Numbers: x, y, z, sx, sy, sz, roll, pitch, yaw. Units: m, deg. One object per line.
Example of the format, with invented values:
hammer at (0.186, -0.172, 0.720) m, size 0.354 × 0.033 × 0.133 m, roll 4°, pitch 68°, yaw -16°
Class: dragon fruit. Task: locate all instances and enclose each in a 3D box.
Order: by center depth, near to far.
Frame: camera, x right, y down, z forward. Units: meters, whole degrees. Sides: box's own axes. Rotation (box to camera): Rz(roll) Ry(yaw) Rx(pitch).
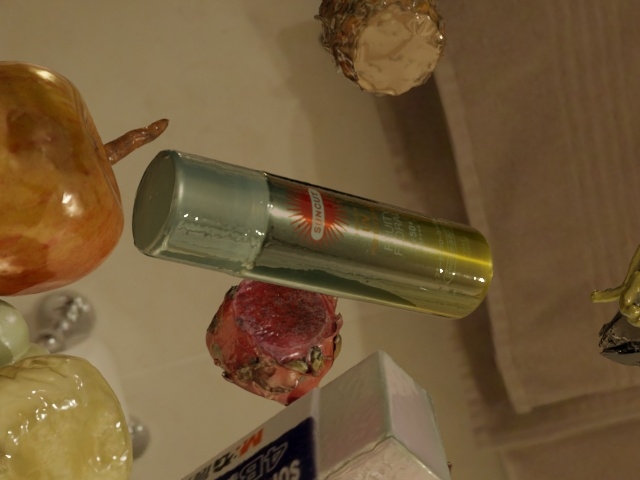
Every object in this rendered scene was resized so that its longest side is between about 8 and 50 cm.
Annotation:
dragon fruit at (-0.055, 0.145, 1.622) m, size 0.282 × 0.211 × 0.147 m, roll 51°, pitch -48°, yaw 34°

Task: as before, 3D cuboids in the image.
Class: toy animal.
toy animal at (0.378, 0.040, 1.032) m, size 0.136 × 0.181 × 0.073 m, roll -63°, pitch 163°, yaw -9°

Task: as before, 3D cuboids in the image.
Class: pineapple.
pineapple at (0.047, -0.304, 1.252) m, size 0.170 × 0.141 × 0.310 m, roll 35°, pitch 22°, yaw -35°

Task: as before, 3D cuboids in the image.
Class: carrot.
carrot at (-0.295, -0.150, 1.588) m, size 0.165 × 0.036 × 0.035 m, roll -38°, pitch 118°, yaw -37°

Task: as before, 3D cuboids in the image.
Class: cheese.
cheese at (-0.310, 0.240, 1.116) m, size 0.214 × 0.117 × 0.226 m, roll -30°, pitch 119°, yaw -45°

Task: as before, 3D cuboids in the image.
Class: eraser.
eraser at (-0.035, 0.216, 0.861) m, size 0.086 × 0.287 × 0.130 m, roll 45°, pitch 19°, yaw -24°

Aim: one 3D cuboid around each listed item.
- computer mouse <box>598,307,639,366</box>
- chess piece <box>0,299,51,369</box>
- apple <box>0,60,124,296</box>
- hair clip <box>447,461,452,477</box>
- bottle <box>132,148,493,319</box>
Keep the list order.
computer mouse at (0.423, 0.079, 1.145) m, size 0.077 × 0.242 × 0.146 m, roll -110°, pitch 176°, yaw -50°
chess piece at (-0.370, 0.184, 1.267) m, size 0.251 × 0.144 × 0.144 m, roll 63°, pitch 14°, yaw -17°
apple at (-0.393, -0.065, 1.268) m, size 0.299 × 0.275 × 0.299 m, roll 63°, pitch -5°, yaw 10°
hair clip at (0.150, 0.320, 1.287) m, size 0.137 × 0.022 × 0.054 m, roll 82°, pitch 15°, yaw -57°
bottle at (0.000, 0.000, 0.790) m, size 0.286 × 0.082 × 0.082 m, roll 13°, pitch 52°, yaw -31°
